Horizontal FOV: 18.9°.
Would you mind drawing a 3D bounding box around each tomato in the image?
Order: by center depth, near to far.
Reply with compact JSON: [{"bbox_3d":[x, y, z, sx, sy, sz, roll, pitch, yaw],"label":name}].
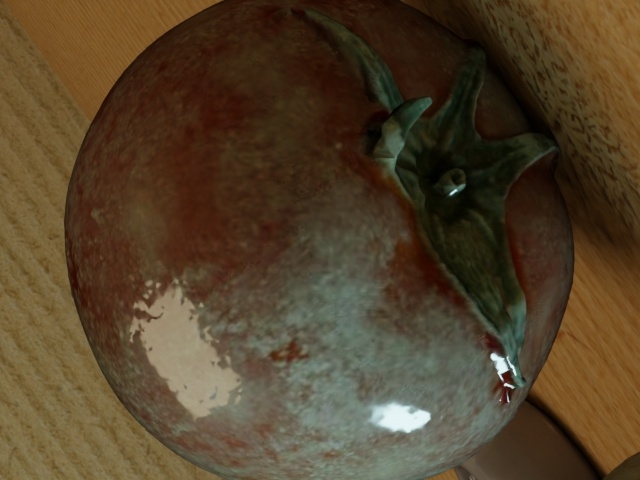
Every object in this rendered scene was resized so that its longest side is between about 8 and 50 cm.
[{"bbox_3d":[0.000,0.000,1.167,0.282,0.316,0.317,-28,99,44],"label":"tomato"}]

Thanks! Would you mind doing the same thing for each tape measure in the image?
[{"bbox_3d":[0.184,0.231,1.712,0.178,0.105,0.196,51,172,21],"label":"tape measure"}]

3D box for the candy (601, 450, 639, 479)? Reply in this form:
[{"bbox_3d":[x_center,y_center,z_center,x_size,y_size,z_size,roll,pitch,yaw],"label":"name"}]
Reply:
[{"bbox_3d":[0.233,0.265,1.218,0.295,0.185,0.295,172,90,-74],"label":"candy"}]
